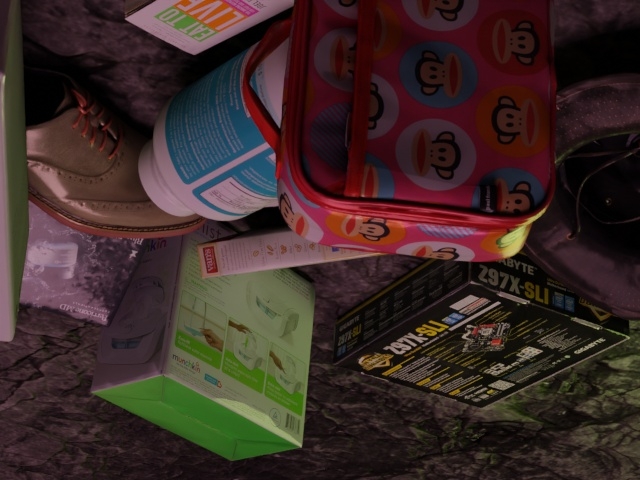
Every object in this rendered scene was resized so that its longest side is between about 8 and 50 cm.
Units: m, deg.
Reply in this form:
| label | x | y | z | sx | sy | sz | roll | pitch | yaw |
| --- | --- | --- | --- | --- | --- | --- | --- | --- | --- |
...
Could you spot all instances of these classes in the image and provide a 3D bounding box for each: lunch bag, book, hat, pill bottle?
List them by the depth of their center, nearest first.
| label | x | y | z | sx | sy | sz | roll | pitch | yaw |
| --- | --- | --- | --- | --- | --- | --- | --- | --- | --- |
| lunch bag | 0.064 | -0.133 | 1.181 | 0.258 | 0.293 | 0.120 | 5 | 156 | -4 |
| book | -0.098 | -0.227 | 1.301 | 0.144 | 0.035 | 0.096 | -21 | 147 | 35 |
| pill bottle | -0.067 | -0.109 | 1.389 | 0.146 | 0.146 | 0.264 | 27 | 144 | -36 |
| hat | 0.336 | -0.072 | 1.425 | 0.331 | 0.134 | 0.331 | 9 | 135 | 9 |

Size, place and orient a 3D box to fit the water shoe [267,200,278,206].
| label | x | y | z | sx | sy | sz | roll | pitch | yaw |
| --- | --- | --- | --- | --- | --- | --- | --- | --- | --- |
| water shoe | -0.025 | -0.083 | 1.532 | 0.203 | 0.073 | 0.080 | 5 | 131 | -12 |

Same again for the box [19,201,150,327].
| label | x | y | z | sx | sy | sz | roll | pitch | yaw |
| --- | --- | --- | --- | --- | --- | --- | --- | --- | --- |
| box | -0.287 | -0.004 | 1.592 | 0.156 | 0.093 | 0.158 | 17 | 113 | -24 |

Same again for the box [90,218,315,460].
| label | x | y | z | sx | sy | sz | roll | pitch | yaw |
| --- | --- | --- | --- | --- | --- | --- | --- | --- | --- |
| box | -0.133 | 0.116 | 1.722 | 0.127 | 0.231 | 0.262 | -17 | 146 | 34 |

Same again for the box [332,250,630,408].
| label | x | y | z | sx | sy | sz | roll | pitch | yaw |
| --- | --- | --- | --- | --- | --- | --- | --- | --- | --- |
| box | 0.207 | 0.116 | 1.845 | 0.257 | 0.079 | 0.322 | 20 | 148 | -24 |

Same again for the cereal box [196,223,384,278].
| label | x | y | z | sx | sy | sz | roll | pitch | yaw |
| --- | --- | --- | --- | --- | --- | --- | --- | --- | --- |
| cereal box | 0.000 | 0.000 | 1.603 | 0.240 | 0.047 | 0.173 | -7 | -177 | 19 |

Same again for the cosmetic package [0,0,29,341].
| label | x | y | z | sx | sy | sz | roll | pitch | yaw |
| --- | --- | --- | --- | --- | --- | --- | --- | --- | --- |
| cosmetic package | -0.385 | -0.078 | 1.293 | 0.217 | 0.156 | 0.385 | 5 | 139 | -9 |

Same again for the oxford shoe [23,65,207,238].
| label | x | y | z | sx | sy | sz | roll | pitch | yaw |
| --- | --- | --- | --- | --- | --- | --- | --- | --- | --- |
| oxford shoe | -0.256 | -0.098 | 1.462 | 0.348 | 0.123 | 0.130 | 17 | 144 | -25 |
